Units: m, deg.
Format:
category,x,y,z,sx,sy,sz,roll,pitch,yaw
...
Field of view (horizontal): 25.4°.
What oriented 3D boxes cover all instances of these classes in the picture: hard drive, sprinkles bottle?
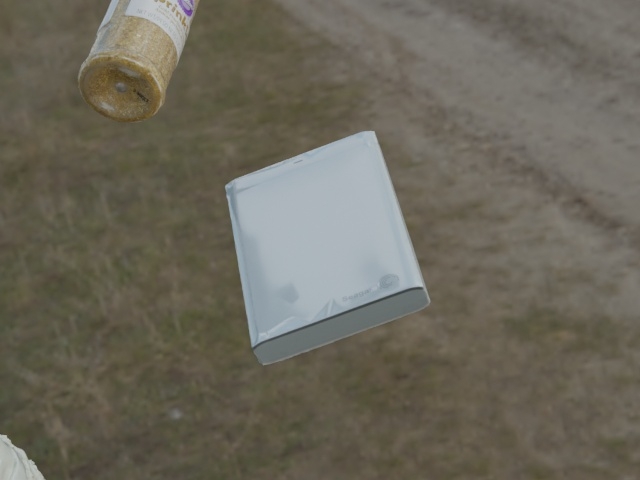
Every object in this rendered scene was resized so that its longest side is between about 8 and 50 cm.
category,x,y,z,sx,sy,sz,roll,pitch,yaw
hard drive,0.000,0.000,1.679,0.203,0.040,0.307,-20,38,5
sprinkles bottle,-0.236,-0.318,1.986,0.121,0.121,0.355,-6,43,19

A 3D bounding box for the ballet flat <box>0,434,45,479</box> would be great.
category,x,y,z,sx,sy,sz,roll,pitch,yaw
ballet flat,-0.453,0.230,1.607,0.147,0.409,0.147,-48,14,16
